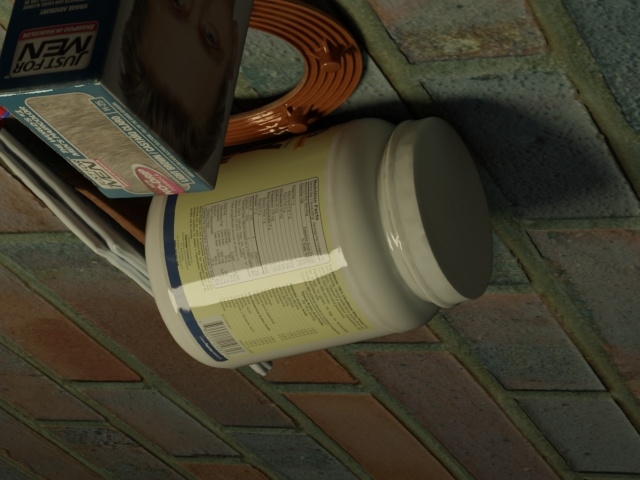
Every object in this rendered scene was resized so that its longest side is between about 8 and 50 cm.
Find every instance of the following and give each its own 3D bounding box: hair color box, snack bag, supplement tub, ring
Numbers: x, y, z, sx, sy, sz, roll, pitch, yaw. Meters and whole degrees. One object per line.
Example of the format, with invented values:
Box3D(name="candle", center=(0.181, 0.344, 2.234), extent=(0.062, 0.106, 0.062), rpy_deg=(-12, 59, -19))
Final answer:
Box3D(name="hair color box", center=(-0.131, -0.225, 1.433), extent=(0.105, 0.347, 0.174), rpy_deg=(-3, 153, 28))
Box3D(name="snack bag", center=(-0.234, 0.011, 2.178), extent=(0.323, 0.037, 0.342), rpy_deg=(39, 177, 41))
Box3D(name="supplement tub", center=(0.000, 0.000, 1.998), extent=(0.325, 0.235, 0.235), rpy_deg=(-14, 148, 25))
Box3D(name="ring", center=(-0.123, -0.160, 1.877), extent=(0.337, 0.032, 0.336), rpy_deg=(-4, 157, -2))

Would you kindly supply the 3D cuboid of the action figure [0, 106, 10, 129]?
Box3D(name="action figure", center=(-0.338, -0.181, 1.969), extent=(0.091, 0.139, 0.280), rpy_deg=(29, 129, -30))
